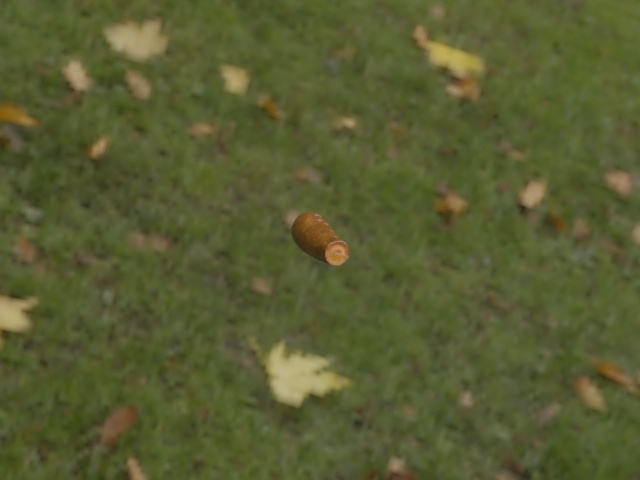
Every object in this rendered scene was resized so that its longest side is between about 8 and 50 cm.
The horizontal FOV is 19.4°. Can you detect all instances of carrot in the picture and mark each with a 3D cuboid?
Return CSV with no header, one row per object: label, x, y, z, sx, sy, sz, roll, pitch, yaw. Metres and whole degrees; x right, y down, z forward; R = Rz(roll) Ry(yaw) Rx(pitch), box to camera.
carrot,0.000,0.000,1.460,0.032,0.032,0.093,7,12,-18
